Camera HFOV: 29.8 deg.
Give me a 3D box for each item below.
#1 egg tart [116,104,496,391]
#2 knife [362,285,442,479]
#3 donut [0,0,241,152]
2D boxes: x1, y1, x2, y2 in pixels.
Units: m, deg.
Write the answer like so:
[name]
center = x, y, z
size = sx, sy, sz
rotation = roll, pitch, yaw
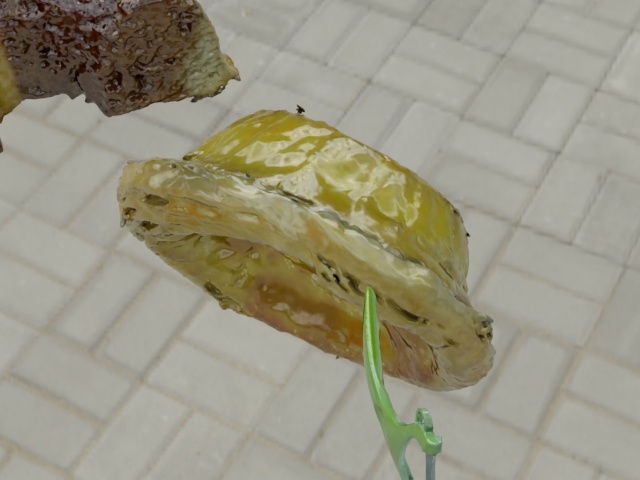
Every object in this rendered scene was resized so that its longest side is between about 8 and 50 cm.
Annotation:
[egg tart]
center = 0.000, 0.000, 1.092
size = 0.388, 0.388, 0.169
rotation = 24, 79, 19
[knife]
center = 0.038, 0.079, 0.657
size = 0.023, 0.078, 0.166
rotation = -4, 35, -10
[donut]
center = -0.218, -0.157, 0.874
size = 0.295, 0.112, 0.151
rotation = -16, 62, -15
